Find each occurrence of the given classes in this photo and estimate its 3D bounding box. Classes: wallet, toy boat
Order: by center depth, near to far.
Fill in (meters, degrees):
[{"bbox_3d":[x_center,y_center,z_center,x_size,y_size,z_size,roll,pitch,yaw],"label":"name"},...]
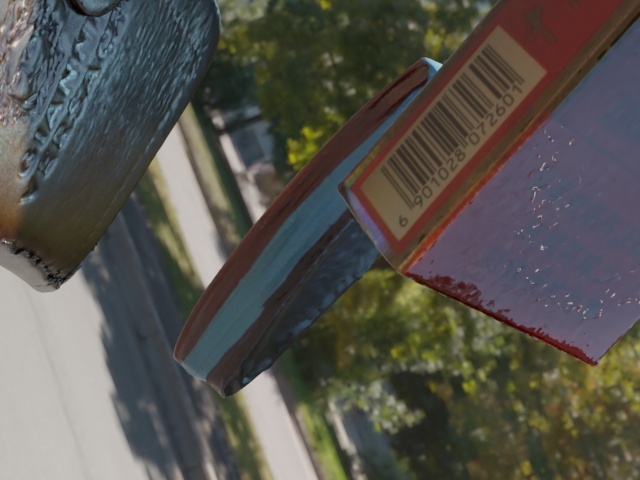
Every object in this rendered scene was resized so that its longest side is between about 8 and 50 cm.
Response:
[{"bbox_3d":[-0.087,-0.064,0.369,0.031,0.137,0.255,27,-8,10],"label":"wallet"},{"bbox_3d":[0.000,0.000,1.153,0.136,0.392,0.079,20,27,-51],"label":"toy boat"}]

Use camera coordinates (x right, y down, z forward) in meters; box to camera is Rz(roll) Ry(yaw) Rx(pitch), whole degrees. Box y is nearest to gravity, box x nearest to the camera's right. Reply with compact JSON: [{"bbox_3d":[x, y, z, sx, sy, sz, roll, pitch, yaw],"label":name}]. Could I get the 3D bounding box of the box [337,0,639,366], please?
[{"bbox_3d":[0.184,-0.088,0.686,0.197,0.313,0.089,26,23,-42],"label":"box"}]
